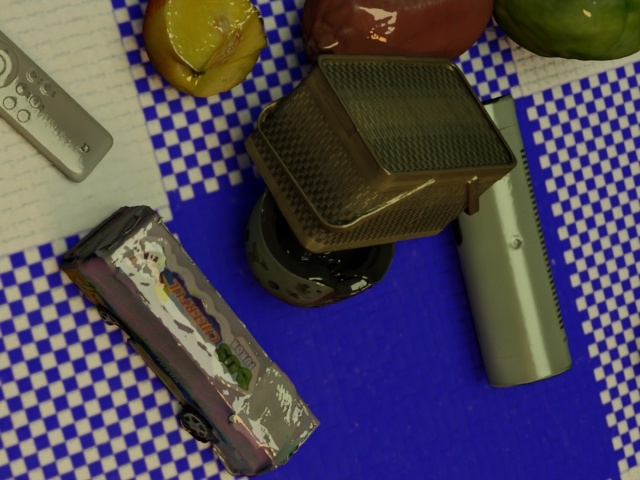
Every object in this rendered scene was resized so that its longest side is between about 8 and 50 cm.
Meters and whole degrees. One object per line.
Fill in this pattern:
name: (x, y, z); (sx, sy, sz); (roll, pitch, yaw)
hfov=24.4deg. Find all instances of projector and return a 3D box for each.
projector: (0.215, 0.001, 1.755); (0.108, 0.108, 0.337); (-16, 96, -29)

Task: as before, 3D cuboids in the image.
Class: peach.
peach: (-0.133, -0.230, 1.568); (0.151, 0.118, 0.151); (-35, 143, -32)

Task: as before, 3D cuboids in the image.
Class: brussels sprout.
brussels sprout: (0.321, -0.322, 1.774); (0.271, 0.219, 0.210); (-8, 109, -48)

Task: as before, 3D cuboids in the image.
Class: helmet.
helmet: (-0.013, 0.009, 1.627); (0.177, 0.107, 0.153); (-10, 65, -47)

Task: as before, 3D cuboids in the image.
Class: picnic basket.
picnic basket: (0.069, -0.095, 1.594); (0.267, 0.139, 0.165); (-7, 60, -48)

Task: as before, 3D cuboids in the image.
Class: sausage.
sausage: (0.085, -0.258, 1.678); (0.254, 0.148, 0.148); (-26, 100, -29)

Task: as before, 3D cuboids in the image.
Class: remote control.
remote control: (-0.320, -0.166, 1.508); (0.261, 0.029, 0.067); (44, 69, -20)

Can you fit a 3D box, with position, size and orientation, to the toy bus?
toy bus: (-0.127, 0.109, 1.543); (0.112, 0.138, 0.317); (-45, 107, -22)
